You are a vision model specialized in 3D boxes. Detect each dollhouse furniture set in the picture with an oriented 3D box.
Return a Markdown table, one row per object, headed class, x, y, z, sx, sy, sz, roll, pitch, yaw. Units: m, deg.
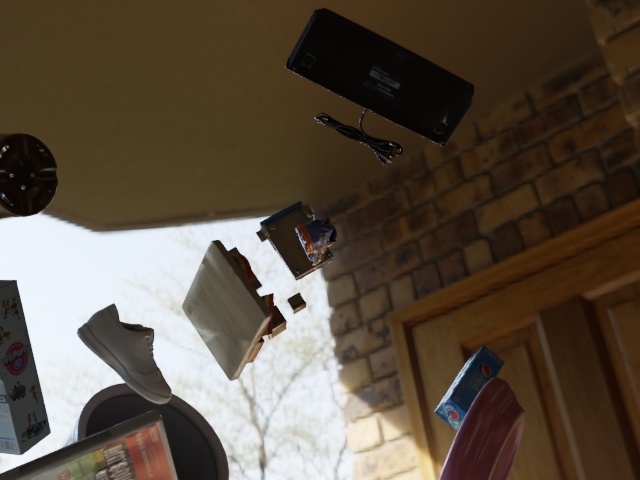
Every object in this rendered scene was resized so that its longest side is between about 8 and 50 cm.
| class | x | y | z | sx | sy | sz | roll | pitch | yaw |
| --- | --- | --- | --- | --- | --- | --- | --- | --- | --- |
| dollhouse furniture set | -0.090 | 0.094 | 2.657 | 0.303 | 0.286 | 0.198 | -30 | -17 | -17 |

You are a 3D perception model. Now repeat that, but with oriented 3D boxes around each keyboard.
| class | x | y | z | sx | sy | sz | roll | pitch | yaw |
| --- | --- | --- | --- | --- | --- | --- | --- | --- | --- |
| keyboard | 0.090 | -0.247 | 1.616 | 0.317 | 0.033 | 0.202 | 25 | -64 | -13 |

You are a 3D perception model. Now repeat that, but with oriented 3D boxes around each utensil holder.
| class | x | y | z | sx | sy | sz | roll | pitch | yaw |
| --- | --- | --- | --- | --- | --- | --- | --- | --- | --- |
| utensil holder | -0.422 | 0.536 | 1.922 | 0.327 | 0.328 | 0.385 | 15 | -54 | -38 |

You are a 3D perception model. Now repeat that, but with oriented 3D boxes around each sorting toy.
| class | x | y | z | sx | sy | sz | roll | pitch | yaw |
| --- | --- | --- | --- | --- | --- | --- | --- | --- | --- |
| sorting toy | -0.213 | 0.168 | 2.352 | 0.089 | 0.257 | 0.255 | -12 | -37 | -40 |

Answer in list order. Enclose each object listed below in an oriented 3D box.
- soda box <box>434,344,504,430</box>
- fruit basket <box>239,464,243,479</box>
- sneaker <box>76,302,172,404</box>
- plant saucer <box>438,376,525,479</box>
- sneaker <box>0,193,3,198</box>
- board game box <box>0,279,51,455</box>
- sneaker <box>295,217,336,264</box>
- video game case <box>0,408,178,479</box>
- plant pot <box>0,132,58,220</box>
| class | x | y | z | sx | sy | sz | roll | pitch | yaw |
| --- | --- | --- | --- | --- | --- | --- | --- | --- | --- |
| soda box | 0.343 | 0.335 | 2.161 | 0.210 | 0.067 | 0.071 | -44 | -7 | -46 |
| fruit basket | -0.123 | 0.758 | 2.279 | 0.165 | 0.353 | 0.327 | -11 | -42 | -6 |
| sneaker | -0.303 | 0.189 | 1.576 | 0.094 | 0.080 | 0.212 | -45 | -56 | -8 |
| plant saucer | 0.322 | 0.438 | 1.867 | 0.084 | 0.332 | 0.332 | 21 | -19 | 22 |
| sneaker | -0.688 | -0.135 | 2.019 | 0.232 | 0.090 | 0.081 | 37 | -93 | -29 |
| board game box | -0.631 | 0.227 | 1.718 | 0.223 | 0.304 | 0.097 | 0 | 18 | 25 |
| sneaker | 0.000 | 0.000 | 2.211 | 0.087 | 0.083 | 0.221 | -24 | -9 | -1 |
| video game case | -0.357 | 0.378 | 1.415 | 0.285 | 0.025 | 0.204 | -21 | -46 | -18 |
| plant pot | -0.503 | -0.098 | 1.451 | 0.165 | 0.167 | 0.167 | -1 | -19 | 36 |
